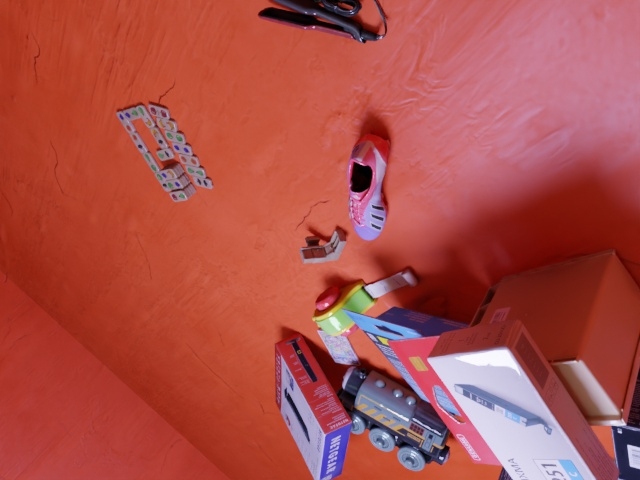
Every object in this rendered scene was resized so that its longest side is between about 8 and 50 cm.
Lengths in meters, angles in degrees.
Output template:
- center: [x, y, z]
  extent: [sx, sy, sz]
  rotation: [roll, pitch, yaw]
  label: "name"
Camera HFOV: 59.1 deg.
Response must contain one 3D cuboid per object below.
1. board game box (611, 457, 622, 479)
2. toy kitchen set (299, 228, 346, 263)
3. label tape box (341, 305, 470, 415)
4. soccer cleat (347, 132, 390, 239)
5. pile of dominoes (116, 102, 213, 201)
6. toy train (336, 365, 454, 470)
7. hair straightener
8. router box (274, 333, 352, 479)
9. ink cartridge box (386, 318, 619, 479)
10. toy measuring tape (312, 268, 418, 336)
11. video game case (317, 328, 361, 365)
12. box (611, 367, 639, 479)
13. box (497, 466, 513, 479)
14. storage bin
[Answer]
- center: [0.656, 0.545, 1.251]
  extent: [0.103, 0.026, 0.154]
  rotation: [21, 138, 24]
  label: "board game box"
- center: [0.000, 0.000, 1.240]
  extent: [0.075, 0.083, 0.068]
  rotation: [113, 145, -50]
  label: "toy kitchen set"
- center: [0.231, 0.225, 1.149]
  extent: [0.334, 0.106, 0.240]
  rotation: [51, 157, -27]
  label: "label tape box"
- center: [0.081, -0.085, 1.063]
  extent: [0.083, 0.095, 0.248]
  rotation: [23, 138, 20]
  label: "soccer cleat"
- center: [-0.387, -0.211, 1.374]
  extent: [0.195, 0.040, 0.251]
  rotation: [-3, 125, 41]
  label: "pile of dominoes"
- center: [0.193, 0.453, 1.471]
  extent: [0.333, 0.142, 0.190]
  rotation: [26, 128, 20]
  label: "toy train"
- center: [0.002, -0.369, 0.892]
  extent: [0.230, 0.047, 0.089]
  rotation: [25, 140, 18]
  label: "hair straightener"
- center: [-0.032, 0.481, 1.601]
  extent: [0.301, 0.082, 0.336]
  rotation: [54, 153, 37]
  label: "router box"
- center: [0.256, 0.267, 0.862]
  extent: [0.261, 0.066, 0.296]
  rotation: [-22, 108, 48]
  label: "ink cartridge box"
- center: [0.079, 0.150, 1.278]
  extent: [0.121, 0.121, 0.330]
  rotation: [50, 141, -11]
  label: "toy measuring tape"
- center: [0.050, 0.286, 1.515]
  extent: [0.087, 0.011, 0.122]
  rotation: [-3, 125, 41]
  label: "video game case"
- center: [0.580, 0.319, 0.989]
  extent: [0.093, 0.158, 0.156]
  rotation: [4, 129, 38]
  label: "box"
- center: [0.504, 0.548, 1.279]
  extent: [0.108, 0.153, 0.207]
  rotation: [37, 142, 3]
  label: "box"
- center: [0.370, 0.165, 0.931]
  extent: [0.123, 0.262, 0.260]
  rotation: [51, 141, -12]
  label: "storage bin"
